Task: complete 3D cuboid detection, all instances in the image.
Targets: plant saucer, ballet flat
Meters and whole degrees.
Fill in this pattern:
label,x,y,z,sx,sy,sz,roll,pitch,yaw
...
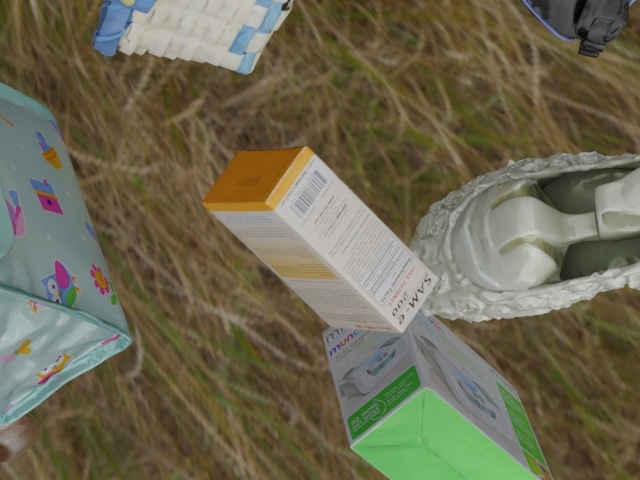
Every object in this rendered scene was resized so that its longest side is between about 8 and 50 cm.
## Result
label,x,y,z,sx,sy,sz,roll,pitch,yaw
plant saucer,-0.395,0.198,1.689,0.198,0.036,0.199,7,154,4
ballet flat,0.234,-0.024,1.362,0.408,0.147,0.147,-13,129,27

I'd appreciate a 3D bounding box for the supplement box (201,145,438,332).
label,x,y,z,sx,sy,sz,roll,pitch,yaw
supplement box,0.000,0.000,0.754,0.098,0.062,0.036,45,68,-26

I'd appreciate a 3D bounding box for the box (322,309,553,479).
label,x,y,z,sx,sy,sz,roll,pitch,yaw
box,0.141,0.214,1.938,0.126,0.231,0.262,-40,119,16

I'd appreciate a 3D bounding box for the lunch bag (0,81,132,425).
label,x,y,z,sx,sy,sz,roll,pitch,yaw
lunch bag,-0.276,-0.018,1.102,0.160,0.223,0.262,-33,148,16

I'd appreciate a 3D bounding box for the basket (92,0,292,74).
label,x,y,z,sx,sy,sz,roll,pitch,yaw
basket,-0.159,-0.290,1.394,0.288,0.255,0.201,14,136,-12

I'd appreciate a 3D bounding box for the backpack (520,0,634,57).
label,x,y,z,sx,sy,sz,roll,pitch,yaw
backpack,0.296,-0.381,1.705,0.263,0.213,0.276,-32,129,24
